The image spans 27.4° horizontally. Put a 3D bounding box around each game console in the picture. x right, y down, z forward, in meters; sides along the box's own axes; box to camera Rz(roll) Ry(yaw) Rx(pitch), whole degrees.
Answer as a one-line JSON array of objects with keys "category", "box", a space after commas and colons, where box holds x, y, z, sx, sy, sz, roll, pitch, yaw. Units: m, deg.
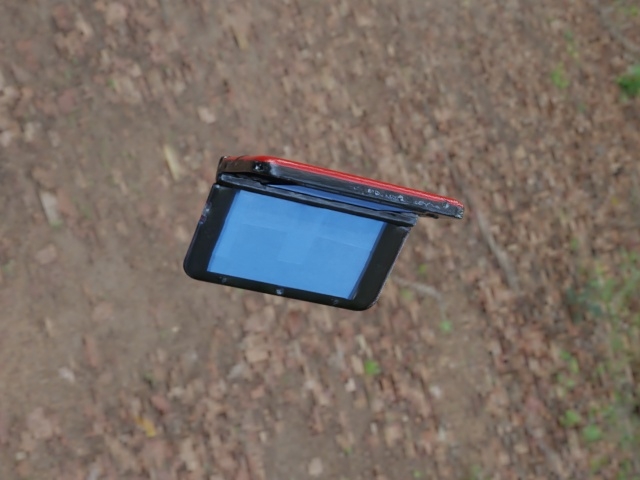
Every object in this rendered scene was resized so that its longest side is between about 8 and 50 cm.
[{"category": "game console", "box": [0.000, 0.000, 0.847, 0.144, 0.124, 0.085, 11, 89, -21]}]
